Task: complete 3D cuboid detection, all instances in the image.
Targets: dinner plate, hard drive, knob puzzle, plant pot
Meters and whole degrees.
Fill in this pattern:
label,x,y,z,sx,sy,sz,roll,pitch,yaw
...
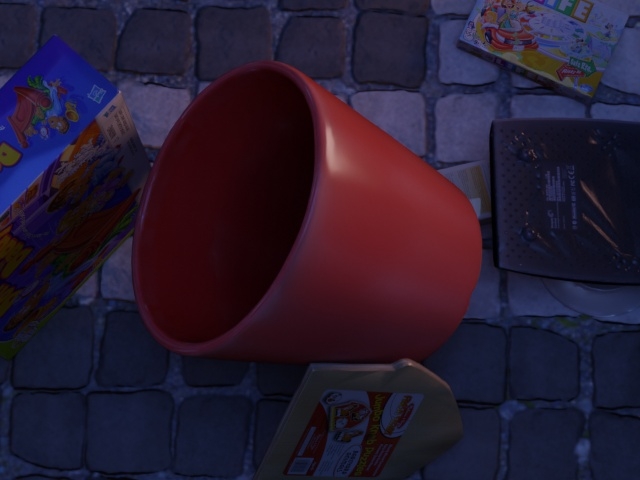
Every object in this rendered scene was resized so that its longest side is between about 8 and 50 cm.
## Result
label,x,y,z,sx,sy,sz,roll,pitch,yaw
dinner plate,0.289,0.008,1.505,0.141,0.017,0.141,0,77,-2
hard drive,0.290,-0.035,1.471,0.255,0.054,0.172,3,73,-11
knob puzzle,0.047,0.176,1.400,0.213,0.213,0.030,-18,45,-4
plant pot,0.000,0.000,1.358,0.243,0.275,0.275,20,74,-37

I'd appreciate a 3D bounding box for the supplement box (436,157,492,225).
label,x,y,z,sx,sy,sz,roll,pitch,yaw
supplement box,0.162,-0.048,1.505,0.098,0.036,0.062,-12,77,-3

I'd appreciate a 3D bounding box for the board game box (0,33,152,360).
label,x,y,z,sx,sy,sz,roll,pitch,yaw
board game box,-0.266,-0.023,1.338,0.078,0.347,0.233,41,81,9

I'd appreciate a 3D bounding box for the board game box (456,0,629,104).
label,x,y,z,sx,sy,sz,roll,pitch,yaw
board game box,0.235,-0.222,1.551,0.154,0.026,0.103,24,78,5
